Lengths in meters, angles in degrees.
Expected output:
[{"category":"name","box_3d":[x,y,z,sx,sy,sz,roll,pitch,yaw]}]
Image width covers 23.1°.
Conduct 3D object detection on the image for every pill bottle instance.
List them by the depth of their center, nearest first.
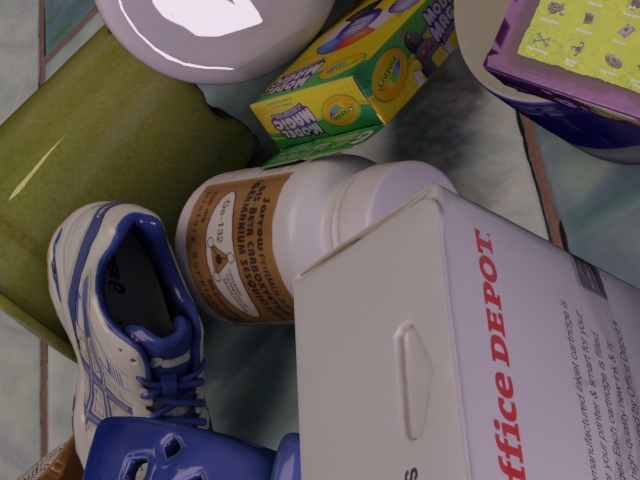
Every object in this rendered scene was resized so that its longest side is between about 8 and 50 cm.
[{"category":"pill bottle","box_3d":[0.000,0.000,1.226,0.229,0.131,0.131,-6,65,50]},{"category":"pill bottle","box_3d":[-0.102,-0.291,1.412,0.210,0.210,0.363,-53,20,17]}]

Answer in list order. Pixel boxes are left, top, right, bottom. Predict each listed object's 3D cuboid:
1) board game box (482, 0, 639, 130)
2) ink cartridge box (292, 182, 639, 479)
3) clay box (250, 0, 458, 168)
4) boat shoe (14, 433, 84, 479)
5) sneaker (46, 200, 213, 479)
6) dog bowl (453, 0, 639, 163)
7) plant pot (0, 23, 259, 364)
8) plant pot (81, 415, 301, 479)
[{"category":"board game box","box_3d":[0.287,-0.138,0.897,0.346,0.056,0.208,23,92,29]},{"category":"ink cartridge box","box_3d":[0.128,0.125,0.853,0.121,0.289,0.211,-33,46,36]},{"category":"clay box","box_3d":[0.039,-0.145,1.243,0.127,0.053,0.222,-10,30,49]},{"category":"boat shoe","box_3d":[-0.241,0.251,1.361,0.277,0.098,0.096,-46,3,-37]},{"category":"sneaker","box_3d":[-0.141,0.113,1.251,0.131,0.111,0.296,-12,97,63]},{"category":"dog bowl","box_3d":[0.220,-0.194,1.085,0.265,0.104,0.265,-29,48,39]},{"category":"plant pot","box_3d":[-0.199,-0.047,1.431,0.254,0.276,0.276,-52,36,-2]},{"category":"plant pot","box_3d":[-0.023,0.251,1.030,0.212,0.236,0.236,-8,63,43]}]
